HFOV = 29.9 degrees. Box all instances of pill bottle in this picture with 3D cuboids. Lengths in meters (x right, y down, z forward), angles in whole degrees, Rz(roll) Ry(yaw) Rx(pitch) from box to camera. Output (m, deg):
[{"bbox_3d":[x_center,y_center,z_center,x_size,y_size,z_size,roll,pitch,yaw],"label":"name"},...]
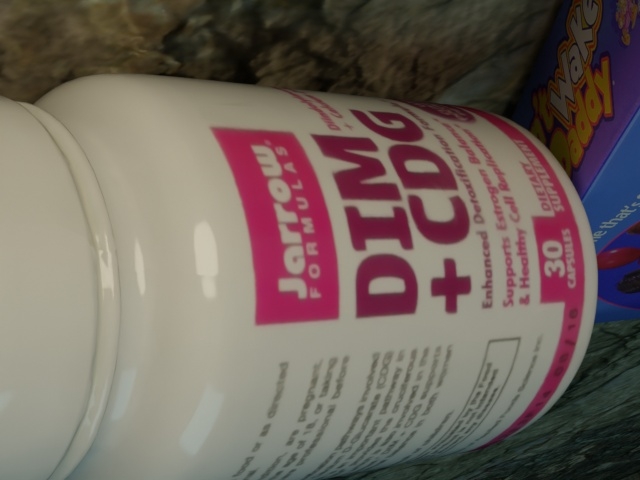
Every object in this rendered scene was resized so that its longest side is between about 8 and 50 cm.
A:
[{"bbox_3d":[-0.035,0.018,0.468,0.283,0.160,0.160,-1,153,-43],"label":"pill bottle"}]

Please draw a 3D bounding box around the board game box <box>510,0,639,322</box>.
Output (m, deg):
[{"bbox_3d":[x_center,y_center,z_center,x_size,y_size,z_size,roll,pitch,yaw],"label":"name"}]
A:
[{"bbox_3d":[0.219,-0.064,0.547,0.234,0.078,0.347,-6,156,-8],"label":"board game box"}]
